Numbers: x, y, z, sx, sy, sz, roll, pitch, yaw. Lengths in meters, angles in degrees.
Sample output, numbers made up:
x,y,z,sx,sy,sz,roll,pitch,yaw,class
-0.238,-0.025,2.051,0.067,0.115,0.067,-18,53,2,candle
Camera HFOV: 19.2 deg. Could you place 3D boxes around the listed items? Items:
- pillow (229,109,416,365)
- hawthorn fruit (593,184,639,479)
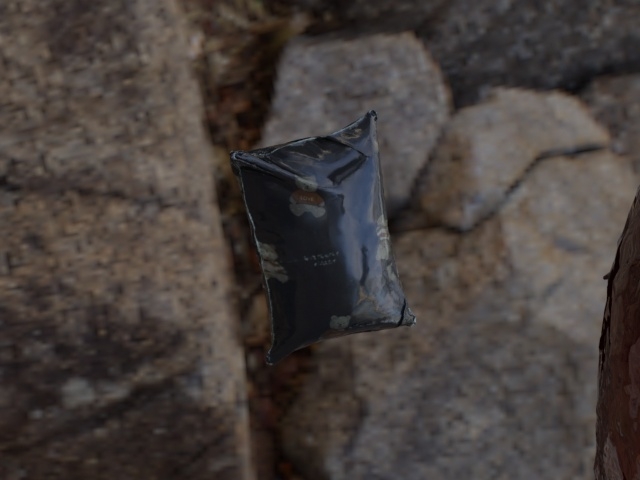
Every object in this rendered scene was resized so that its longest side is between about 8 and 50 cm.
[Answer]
x,y,z,sx,sy,sz,roll,pitch,yaw,class
0.000,0.000,1.099,0.048,0.090,0.150,-86,166,-59,pillow
0.141,0.024,0.399,0.185,0.185,0.202,-34,113,-44,hawthorn fruit
